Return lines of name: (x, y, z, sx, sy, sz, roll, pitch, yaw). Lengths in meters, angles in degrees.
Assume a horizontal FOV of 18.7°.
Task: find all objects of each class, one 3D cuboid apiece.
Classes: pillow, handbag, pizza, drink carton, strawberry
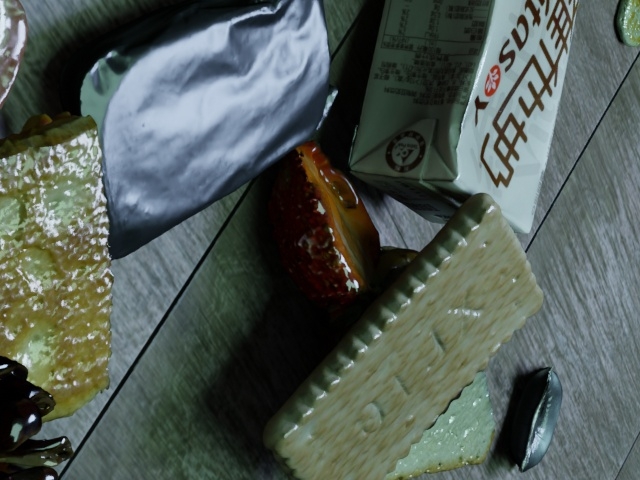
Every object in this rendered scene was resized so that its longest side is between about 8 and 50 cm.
pillow: (0.262, 0.217, 2.355, 0.091, 0.055, 0.135, 24, 85, -59)
handbag: (-0.097, -0.127, 1.669, 0.332, 0.075, 0.191, -37, 131, -43)
pizza: (-0.278, 0.048, 1.465, 0.268, 0.087, 0.257, -22, 120, -44)
drink carton: (0.154, -0.189, 1.924, 0.194, 0.132, 0.324, 27, 74, -57)
strawberry: (0.001, 0.003, 1.842, 0.192, 0.085, 0.140, 44, 34, -53)

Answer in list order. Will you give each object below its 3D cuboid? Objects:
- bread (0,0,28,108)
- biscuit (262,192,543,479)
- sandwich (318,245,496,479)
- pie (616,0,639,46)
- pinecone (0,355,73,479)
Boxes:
bread: (-0.311, -0.131, 1.312, 0.244, 0.123, 0.190, -59, 143, -20)
biscuit: (0.083, 0.115, 1.868, 0.325, 0.044, 0.217, -48, 143, -10)
sandwich: (0.104, 0.132, 2.049, 0.288, 0.100, 0.254, 0, 104, -55)
pie: (0.386, -0.274, 2.369, 0.085, 0.017, 0.085, -26, 123, -50)
pinecone: (-0.309, 0.177, 1.310, 0.242, 0.296, 0.298, -75, -175, -47)
